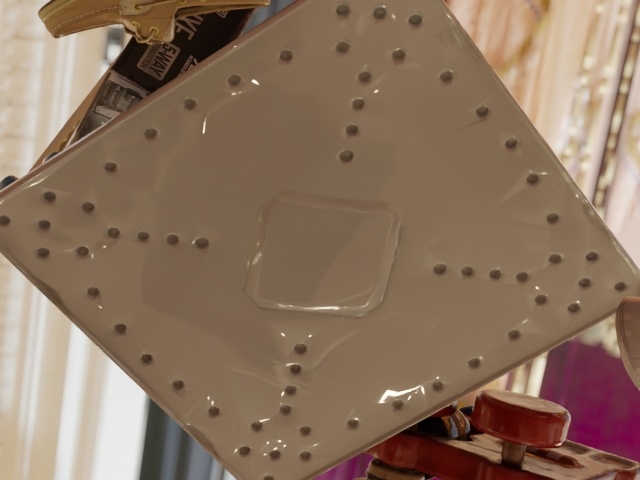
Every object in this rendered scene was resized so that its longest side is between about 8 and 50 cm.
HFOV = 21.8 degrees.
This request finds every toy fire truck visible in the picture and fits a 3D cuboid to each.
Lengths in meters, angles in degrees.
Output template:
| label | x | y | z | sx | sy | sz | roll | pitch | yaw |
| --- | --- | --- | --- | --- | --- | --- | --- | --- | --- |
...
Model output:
| label | x | y | z | sx | sy | sz | roll | pitch | yaw |
| --- | --- | --- | --- | --- | --- | --- | --- | --- | --- |
| toy fire truck | 0.174 | 0.233 | 1.798 | 0.302 | 0.169 | 0.254 | 14 | -175 | 30 |

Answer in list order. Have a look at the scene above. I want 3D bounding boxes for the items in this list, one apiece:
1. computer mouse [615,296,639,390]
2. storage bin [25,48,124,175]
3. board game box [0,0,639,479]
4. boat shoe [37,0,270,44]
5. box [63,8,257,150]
| label | x | y | z | sx | sy | sz | roll | pitch | yaw |
| --- | --- | --- | --- | --- | --- | --- | --- | --- | --- |
| computer mouse | 0.245 | 0.094 | 1.022 | 0.193 | 0.042 | 0.106 | 39 | -140 | -39 |
| storage bin | -0.179 | -0.080 | 1.825 | 0.123 | 0.260 | 0.262 | 44 | -165 | 16 |
| board game box | 0.000 | 0.000 | 1.318 | 0.390 | 0.390 | 0.050 | -31 | -147 | 16 |
| boat shoe | -0.093 | -0.136 | 0.952 | 0.135 | 0.045 | 0.050 | -17 | -178 | 0 |
| box | -0.138 | -0.141 | 1.434 | 0.076 | 0.307 | 0.242 | 32 | -123 | -7 |
